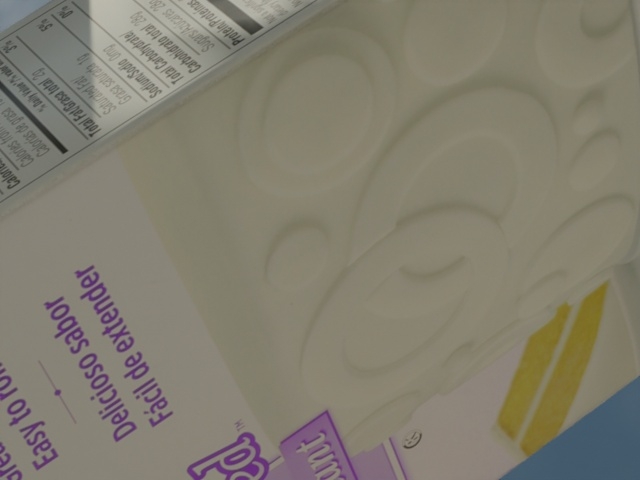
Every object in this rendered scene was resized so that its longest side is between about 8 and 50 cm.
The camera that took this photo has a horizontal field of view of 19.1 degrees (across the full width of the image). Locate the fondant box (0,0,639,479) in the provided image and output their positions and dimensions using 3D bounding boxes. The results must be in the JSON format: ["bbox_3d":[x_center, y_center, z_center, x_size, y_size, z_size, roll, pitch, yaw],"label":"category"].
[{"bbox_3d":[0.000,0.000,0.676,0.330,0.096,0.238,-33,-47,-12],"label":"fondant box"}]
